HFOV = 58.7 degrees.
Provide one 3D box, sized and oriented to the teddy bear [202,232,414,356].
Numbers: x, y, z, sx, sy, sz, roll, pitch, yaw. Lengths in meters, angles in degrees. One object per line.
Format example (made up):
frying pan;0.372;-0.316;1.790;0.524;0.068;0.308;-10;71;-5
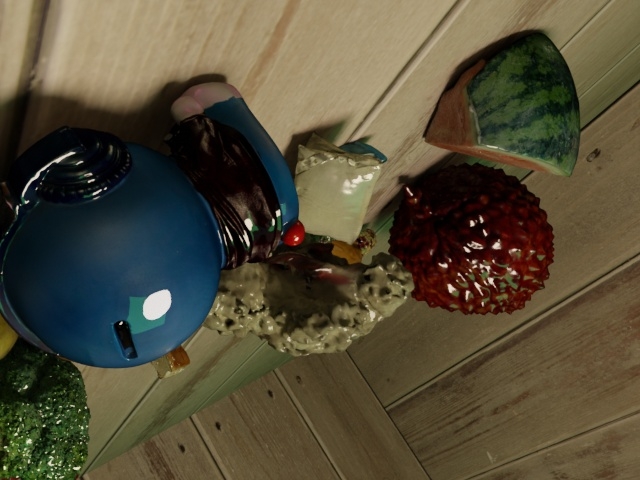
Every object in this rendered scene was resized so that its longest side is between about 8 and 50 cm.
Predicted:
teddy bear;-0.083;0.071;0.968;0.367;0.357;0.225;11;101;-43

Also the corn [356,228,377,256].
corn;0.043;0.047;1.551;0.253;0.086;0.086;-32;166;-18

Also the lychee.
lychee;0.373;-0.006;1.487;0.500;0.425;0.424;31;124;-26

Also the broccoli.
broccoli;-0.454;0.259;0.782;0.270;0.270;0.270;-38;170;-32

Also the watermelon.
watermelon;0.353;-0.205;1.098;0.283;0.250;0.292;-19;157;-32

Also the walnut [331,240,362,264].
walnut;0.032;0.066;1.422;0.167;0.087;0.211;-49;140;8

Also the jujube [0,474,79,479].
jujube;-0.532;0.356;0.973;0.213;0.232;0.213;-34;167;-9

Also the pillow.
pillow;0.014;-0.072;0.920;0.078;0.134;0.181;-78;-176;-49

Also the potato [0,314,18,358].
potato;-0.449;0.114;0.624;0.149;0.113;0.251;-47;171;17

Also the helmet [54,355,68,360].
helmet;-0.323;0.102;0.823;0.198;0.130;0.224;-41;164;14

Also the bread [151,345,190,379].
bread;-0.375;0.294;1.423;0.076;0.083;0.070;-44;166;34

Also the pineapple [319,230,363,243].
pineapple;0.001;0.000;1.296;0.221;0.083;0.103;-40;149;24

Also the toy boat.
toy boat;0.027;-0.092;1.023;0.215;0.102;0.088;-35;168;1

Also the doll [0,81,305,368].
doll;-0.182;-0.006;0.600;0.310;0.240;0.284;-28;141;-26
